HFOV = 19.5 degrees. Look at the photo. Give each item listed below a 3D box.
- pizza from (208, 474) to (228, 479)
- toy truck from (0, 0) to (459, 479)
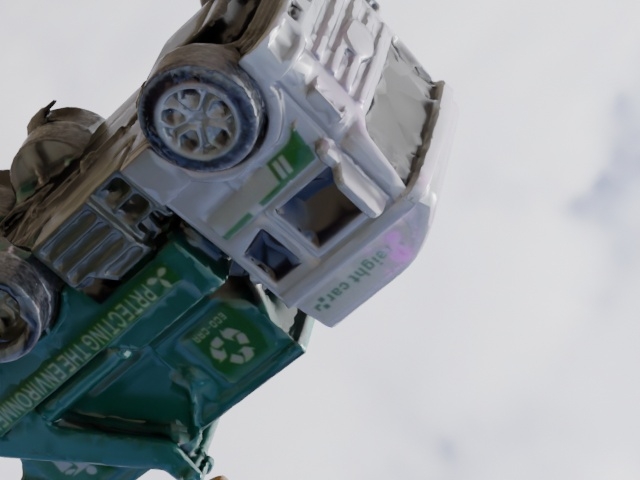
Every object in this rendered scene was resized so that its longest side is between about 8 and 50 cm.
[{"bbox_3d":[-0.117,0.271,1.337,0.193,0.201,0.053,-7,-173,38],"label":"pizza"},{"bbox_3d":[-0.048,0.006,0.615,0.216,0.116,0.110,-39,-161,29],"label":"toy truck"}]
